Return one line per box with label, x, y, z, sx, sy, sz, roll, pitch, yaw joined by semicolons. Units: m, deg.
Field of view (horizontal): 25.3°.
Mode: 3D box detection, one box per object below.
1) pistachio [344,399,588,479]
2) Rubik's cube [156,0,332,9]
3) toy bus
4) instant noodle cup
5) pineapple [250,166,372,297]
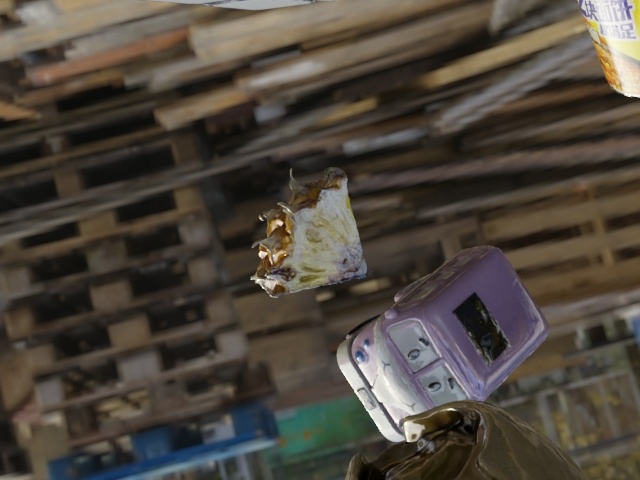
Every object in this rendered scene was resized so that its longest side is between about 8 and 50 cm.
pistachio;0.105;0.186;0.894;0.137;0.238;0.153;-28;130;-19
Rubik's cube;-0.035;-0.354;1.022;0.337;0.345;0.343;2;-174;38
toy bus;0.130;0.108;1.520;0.142;0.142;0.202;-28;-174;46
instant noodle cup;0.402;-0.279;1.692;0.213;0.174;0.213;-15;-150;9
pineapple;0.000;0.000;1.365;0.116;0.137;0.069;30;-175;-17
